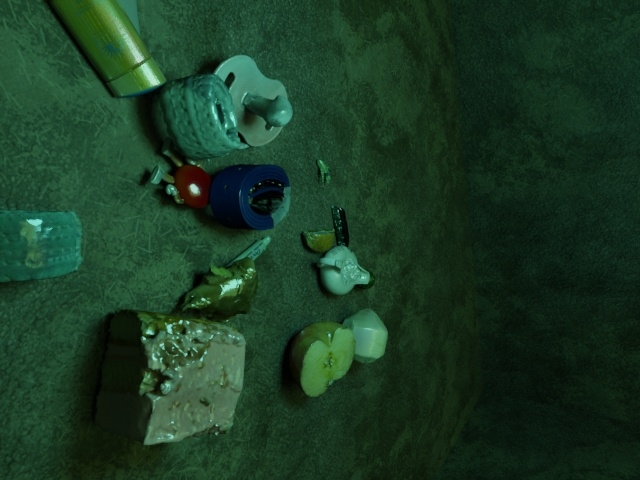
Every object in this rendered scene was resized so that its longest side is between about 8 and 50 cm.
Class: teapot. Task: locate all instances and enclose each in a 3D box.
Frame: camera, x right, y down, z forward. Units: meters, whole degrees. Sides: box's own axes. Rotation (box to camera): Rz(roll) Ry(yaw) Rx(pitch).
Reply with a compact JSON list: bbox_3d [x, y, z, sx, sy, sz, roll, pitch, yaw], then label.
[{"bbox_3d":[0.081,0.124,2.005,0.299,0.165,0.209,27,82,-61],"label":"teapot"}]

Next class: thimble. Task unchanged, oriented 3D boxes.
[{"bbox_3d":[-0.334,-0.337,1.354,0.250,0.171,0.205,70,14,-51],"label":"thimble"},{"bbox_3d":[-0.619,0.007,1.013,0.235,0.198,0.143,-7,99,-47],"label":"thimble"}]

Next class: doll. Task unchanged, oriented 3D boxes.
[{"bbox_3d":[-0.389,-0.177,1.410,0.217,0.085,0.183,37,52,-40],"label":"doll"}]

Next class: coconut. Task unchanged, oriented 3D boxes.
[{"bbox_3d":[0.185,0.413,2.117,0.224,0.224,0.234,-1,94,-53],"label":"coconut"}]

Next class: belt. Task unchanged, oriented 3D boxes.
[{"bbox_3d":[-0.213,-0.140,1.553,0.347,0.117,0.213,-26,115,-67],"label":"belt"}]

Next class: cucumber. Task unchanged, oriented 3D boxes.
[{"bbox_3d":[0.094,-0.052,2.102,0.070,0.046,0.220,-30,115,-58],"label":"cucumber"}]

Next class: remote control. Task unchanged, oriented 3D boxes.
[{"bbox_3d":[-0.515,-0.623,1.264,0.067,0.029,0.261,-11,99,-45],"label":"remote control"}]

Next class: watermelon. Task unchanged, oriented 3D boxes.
[{"bbox_3d":[0.201,0.178,2.211,0.108,0.108,0.109,-4,95,-53],"label":"watermelon"}]

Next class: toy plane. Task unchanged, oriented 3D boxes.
[{"bbox_3d":[0.017,-0.289,1.985,0.102,0.040,0.111,-74,147,-49],"label":"toy plane"}]

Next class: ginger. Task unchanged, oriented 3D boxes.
[{"bbox_3d":[-0.317,0.169,1.502,0.269,0.123,0.219,-16,123,-32],"label":"ginger"}]

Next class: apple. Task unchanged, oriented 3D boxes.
[{"bbox_3d":[-0.017,0.440,1.877,0.292,0.163,0.252,-18,117,-38],"label":"apple"}]

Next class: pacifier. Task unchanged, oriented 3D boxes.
[{"bbox_3d":[-0.211,-0.431,1.533,0.332,0.272,0.221,25,55,-52],"label":"pacifier"}]

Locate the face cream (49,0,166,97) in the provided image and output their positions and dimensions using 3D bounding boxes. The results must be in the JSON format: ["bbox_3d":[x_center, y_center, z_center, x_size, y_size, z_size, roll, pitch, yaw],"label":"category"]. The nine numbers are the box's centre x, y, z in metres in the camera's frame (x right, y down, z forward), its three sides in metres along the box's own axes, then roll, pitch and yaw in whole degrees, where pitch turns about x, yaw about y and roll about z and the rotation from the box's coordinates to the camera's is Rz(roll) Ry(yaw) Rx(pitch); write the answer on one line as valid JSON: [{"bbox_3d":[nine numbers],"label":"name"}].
[{"bbox_3d":[-0.521,-0.493,1.207,0.139,0.067,0.285,-35,125,-10],"label":"face cream"}]

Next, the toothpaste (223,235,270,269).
[{"bbox_3d":[-0.254,0.062,1.646,0.255,0.037,0.067,-44,130,-38],"label":"toothpaste"}]

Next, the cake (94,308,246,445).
[{"bbox_3d":[-0.390,0.352,1.268,0.314,0.292,0.307,20,74,-46],"label":"cake"}]

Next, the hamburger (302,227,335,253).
[{"bbox_3d":[0.003,0.006,1.942,0.176,0.087,0.102,-11,99,-55],"label":"hamburger"}]
